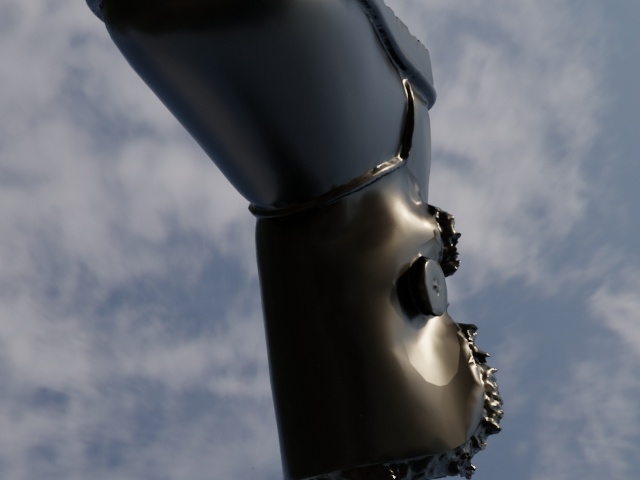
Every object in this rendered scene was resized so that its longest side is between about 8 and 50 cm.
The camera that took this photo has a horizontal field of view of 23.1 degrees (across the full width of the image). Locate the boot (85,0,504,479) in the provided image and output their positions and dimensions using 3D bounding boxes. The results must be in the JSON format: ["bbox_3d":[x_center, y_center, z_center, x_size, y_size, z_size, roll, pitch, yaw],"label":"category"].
[{"bbox_3d":[0.000,0.000,0.633,0.094,0.246,0.207,-13,-105,20],"label":"boot"}]
